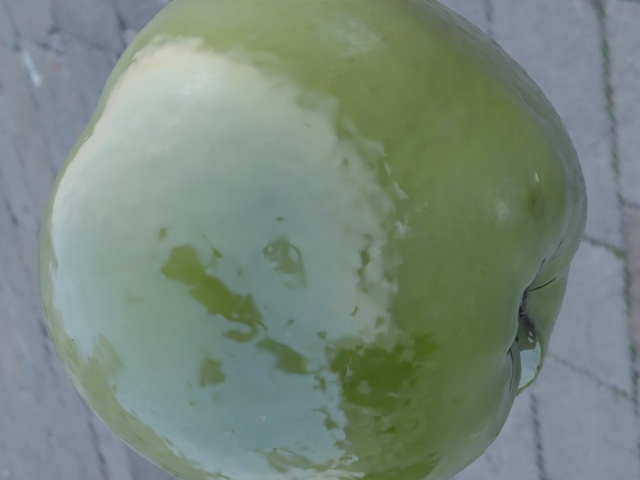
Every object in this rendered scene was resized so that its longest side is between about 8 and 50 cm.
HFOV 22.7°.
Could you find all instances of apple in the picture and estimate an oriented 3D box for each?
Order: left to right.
[{"bbox_3d":[0.000,0.000,0.843,0.254,0.292,0.292,18,136,16],"label":"apple"}]
